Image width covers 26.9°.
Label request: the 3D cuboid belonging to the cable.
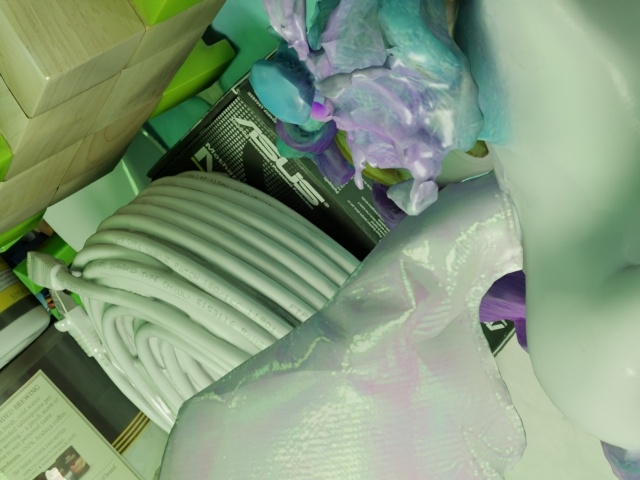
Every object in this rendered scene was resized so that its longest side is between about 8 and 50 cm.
[{"bbox_3d":[-0.026,0.076,0.750,0.257,0.089,0.257,52,155,-20],"label":"cable"}]

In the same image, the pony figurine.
[{"bbox_3d":[0.096,0.013,0.397,0.363,0.303,0.351,150,109,-69],"label":"pony figurine"}]

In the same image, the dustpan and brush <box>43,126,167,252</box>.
[{"bbox_3d":[-0.105,0.002,0.918,0.211,0.060,0.147,52,143,0],"label":"dustpan and brush"}]

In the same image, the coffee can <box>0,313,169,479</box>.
[{"bbox_3d":[-0.217,0.225,1.259,0.275,0.201,0.201,49,156,-8],"label":"coffee can"}]

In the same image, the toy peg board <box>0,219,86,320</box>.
[{"bbox_3d":[-0.230,-0.001,1.072,0.161,0.079,0.161,51,155,-12],"label":"toy peg board"}]

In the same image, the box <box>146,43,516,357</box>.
[{"bbox_3d":[0.000,0.000,0.744,0.190,0.045,0.184,48,159,-7],"label":"box"}]

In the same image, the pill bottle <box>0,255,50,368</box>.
[{"bbox_3d":[-0.331,0.024,1.095,0.208,0.119,0.119,50,156,-1],"label":"pill bottle"}]

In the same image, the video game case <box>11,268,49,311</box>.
[{"bbox_3d":[-0.385,0.000,1.275,0.269,0.061,0.244,41,166,-10],"label":"video game case"}]

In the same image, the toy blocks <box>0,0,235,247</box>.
[{"bbox_3d":[-0.187,-0.160,0.669,0.261,0.191,0.381,57,156,1],"label":"toy blocks"}]
